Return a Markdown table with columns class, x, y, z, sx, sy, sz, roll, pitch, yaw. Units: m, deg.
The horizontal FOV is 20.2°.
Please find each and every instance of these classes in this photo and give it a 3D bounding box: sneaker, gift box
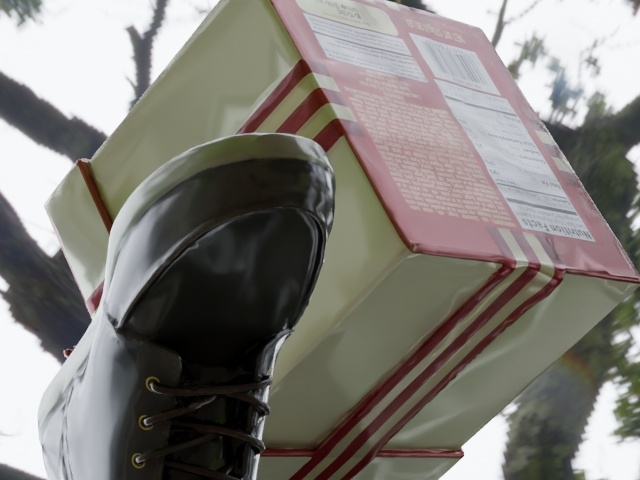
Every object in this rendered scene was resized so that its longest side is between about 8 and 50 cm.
| class | x | y | z | sx | sy | sz | roll | pitch | yaw |
| --- | --- | --- | --- | --- | --- | --- | --- | --- | --- |
| sneaker | -0.041 | 0.064 | 0.671 | 0.083 | 0.222 | 0.118 | 2 | -128 | -25 |
| gift box | 0.000 | 0.000 | 1.117 | 0.258 | 0.255 | 0.276 | -48 | -130 | 29 |
